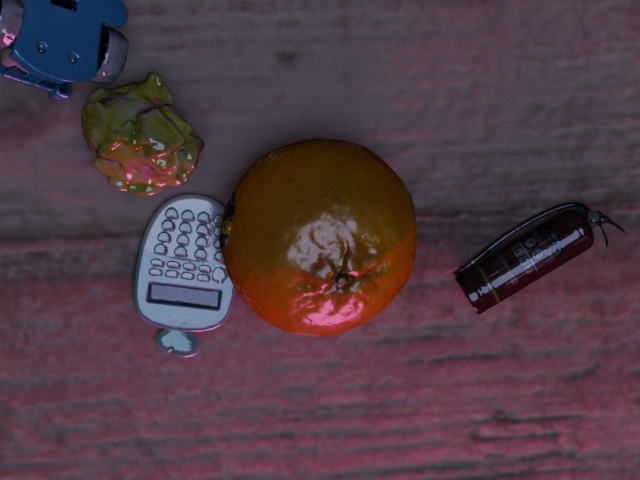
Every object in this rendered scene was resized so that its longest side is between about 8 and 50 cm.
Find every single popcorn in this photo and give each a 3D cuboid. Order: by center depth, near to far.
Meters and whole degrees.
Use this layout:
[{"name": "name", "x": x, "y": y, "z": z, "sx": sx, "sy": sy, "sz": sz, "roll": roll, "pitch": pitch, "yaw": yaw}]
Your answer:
[{"name": "popcorn", "x": -0.157, "y": -0.091, "z": 1.320, "sx": 0.109, "sy": 0.089, "sz": 0.097, "roll": 15, "pitch": 136, "yaw": -3}]

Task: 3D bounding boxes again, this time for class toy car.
[{"name": "toy car", "x": -0.237, "y": -0.207, "z": 1.287, "sx": 0.126, "sy": 0.098, "sz": 0.162, "roll": 14, "pitch": 71, "yaw": -38}]

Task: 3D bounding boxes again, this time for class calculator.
[{"name": "calculator", "x": -0.123, "y": 0.033, "z": 1.383, "sx": 0.095, "sy": 0.021, "sz": 0.153, "roll": 7, "pitch": 101, "yaw": -10}]

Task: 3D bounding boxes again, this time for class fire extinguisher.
[{"name": "fire extinguisher", "x": 0.203, "y": 0.012, "z": 1.416, "sx": 0.158, "sy": 0.043, "sz": 0.064, "roll": -31, "pitch": 63, "yaw": -1}]

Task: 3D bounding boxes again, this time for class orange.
[{"name": "orange", "x": -0.001, "y": -0.002, "z": 1.329, "sx": 0.177, "sy": 0.155, "sz": 0.178, "roll": 0, "pitch": 90, "yaw": -11}]
